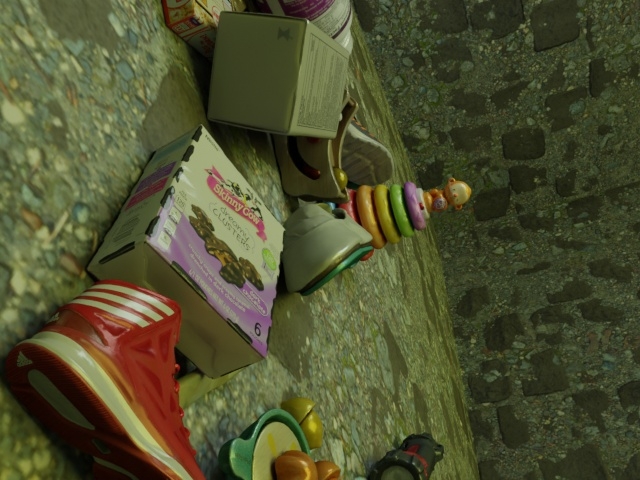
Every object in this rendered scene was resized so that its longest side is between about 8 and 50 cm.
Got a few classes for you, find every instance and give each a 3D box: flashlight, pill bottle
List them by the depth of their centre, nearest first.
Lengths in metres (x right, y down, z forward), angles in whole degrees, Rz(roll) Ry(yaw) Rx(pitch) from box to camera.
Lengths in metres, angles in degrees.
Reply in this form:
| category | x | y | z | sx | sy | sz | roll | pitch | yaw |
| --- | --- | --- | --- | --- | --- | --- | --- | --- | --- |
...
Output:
| category | x | y | z | sx | sy | sz | roll | pitch | yaw |
| --- | --- | --- | --- | --- | --- | --- | --- | --- | --- |
| pill bottle | -0.033 | -0.470 | 1.060 | 0.301 | 0.169 | 0.169 | 49 | 29 | -63 |
| flashlight | 0.174 | 0.446 | 1.083 | 0.103 | 0.103 | 0.304 | 43 | 4 | 17 |

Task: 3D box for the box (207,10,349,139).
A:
| category | x | y | z | sx | sy | sz | roll | pitch | yaw |
| --- | --- | --- | --- | --- | --- | --- | --- | --- | --- |
| box | -0.053 | -0.235 | 0.815 | 0.232 | 0.126 | 0.149 | -25 | 126 | -71 |

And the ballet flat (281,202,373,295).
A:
| category | x | y | z | sx | sy | sz | roll | pitch | yaw |
| --- | --- | --- | --- | --- | --- | --- | --- | --- | --- |
| ballet flat | 0.000 | 0.000 | 0.907 | 0.400 | 0.139 | 0.139 | -18 | 92 | -78 |

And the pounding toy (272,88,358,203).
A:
| category | x | y | z | sx | sy | sz | roll | pitch | yaw |
| --- | --- | --- | --- | --- | --- | --- | --- | --- | --- |
| pounding toy | 0.006 | -0.194 | 1.011 | 0.155 | 0.154 | 0.270 | 14 | 62 | -71 |

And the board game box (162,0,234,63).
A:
| category | x | y | z | sx | sy | sz | roll | pitch | yaw |
| --- | --- | --- | --- | --- | --- | --- | --- | --- | --- |
| board game box | -0.174 | -0.363 | 0.775 | 0.146 | 0.045 | 0.194 | 21 | 55 | -70 |

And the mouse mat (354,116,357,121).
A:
| category | x | y | z | sx | sy | sz | roll | pitch | yaw |
| --- | --- | --- | --- | --- | --- | --- | --- | --- | --- |
| mouse mat | 0.021 | -0.376 | 1.347 | 0.152 | 0.007 | 0.190 | 46 | -3 | 35 |

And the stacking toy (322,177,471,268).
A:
| category | x | y | z | sx | sy | sz | roll | pitch | yaw |
| --- | --- | --- | --- | --- | --- | --- | --- | --- | --- |
| stacking toy | 0.168 | -0.062 | 1.153 | 0.166 | 0.301 | 0.175 | -34 | 108 | -73 |

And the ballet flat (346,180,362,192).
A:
| category | x | y | z | sx | sy | sz | roll | pitch | yaw |
| --- | --- | --- | --- | --- | --- | --- | --- | --- | --- |
| ballet flat | 0.074 | -0.130 | 1.344 | 0.074 | 0.074 | 0.203 | 53 | 21 | -51 |

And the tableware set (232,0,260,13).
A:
| category | x | y | z | sx | sy | sz | roll | pitch | yaw |
| --- | --- | --- | --- | --- | --- | --- | --- | --- | --- |
| tableware set | -0.151 | -0.473 | 0.993 | 0.169 | 0.020 | 0.141 | -63 | 137 | -69 |

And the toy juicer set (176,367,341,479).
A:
| category | x | y | z | sx | sy | sz | roll | pitch | yaw |
| --- | --- | --- | --- | --- | --- | --- | --- | --- | --- |
| toy juicer set | -0.038 | 0.224 | 0.585 | 0.329 | 0.089 | 0.209 | 64 | 23 | -20 |

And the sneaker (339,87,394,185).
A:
| category | x | y | z | sx | sy | sz | roll | pitch | yaw |
| --- | --- | --- | --- | --- | --- | --- | --- | --- | --- |
| sneaker | 0.060 | -0.264 | 1.235 | 0.321 | 0.124 | 0.180 | 38 | 36 | -44 |

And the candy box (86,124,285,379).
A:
| category | x | y | z | sx | sy | sz | roll | pitch | yaw |
| --- | --- | --- | --- | --- | --- | --- | --- | --- | --- |
| candy box | -0.115 | 0.005 | 0.545 | 0.165 | 0.070 | 0.196 | 52 | 25 | -31 |

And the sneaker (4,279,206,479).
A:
| category | x | y | z | sx | sy | sz | roll | pitch | yaw |
| --- | --- | --- | --- | --- | --- | --- | --- | --- | --- |
| sneaker | -0.118 | 0.124 | 0.418 | 0.221 | 0.086 | 0.128 | 67 | 27 | -26 |
